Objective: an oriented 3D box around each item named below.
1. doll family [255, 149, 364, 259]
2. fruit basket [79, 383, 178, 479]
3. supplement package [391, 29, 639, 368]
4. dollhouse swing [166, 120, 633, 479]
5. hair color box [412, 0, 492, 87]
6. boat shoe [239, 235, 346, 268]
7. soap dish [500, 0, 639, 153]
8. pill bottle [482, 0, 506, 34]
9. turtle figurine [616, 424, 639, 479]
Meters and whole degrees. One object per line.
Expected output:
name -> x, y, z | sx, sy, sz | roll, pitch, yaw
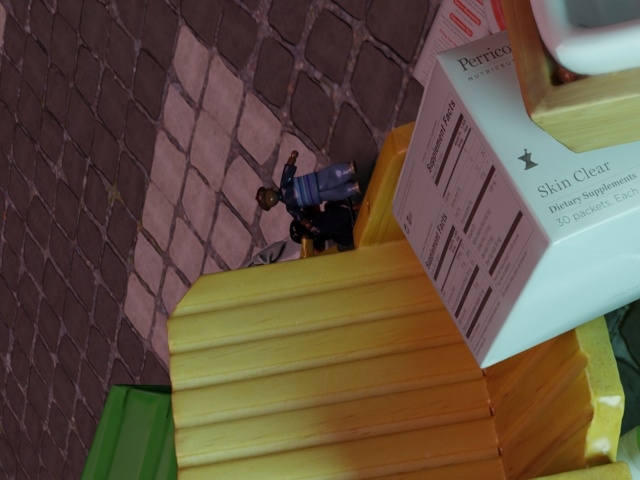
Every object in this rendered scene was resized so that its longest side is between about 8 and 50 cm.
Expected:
doll family -> 0.000, 0.000, 1.273 | 0.111, 0.076, 0.193 | -13, 83, 11
fruit basket -> -0.082, 0.339, 1.281 | 0.283, 0.392, 0.392 | -1, 99, 54
supplement package -> 0.206, -0.057, 0.814 | 0.145, 0.262, 0.204 | 61, 163, 22
dollhouse swing -> 0.033, 0.098, 1.004 | 0.315, 0.305, 0.346 | 107, 158, -61
hair color box -> 0.141, -0.191, 1.097 | 0.072, 0.043, 0.141 | 52, 138, 32
boat shoe -> -0.044, 0.042, 1.383 | 0.227, 0.081, 0.079 | -38, 68, 49
soap dish -> 0.239, -0.175, 0.663 | 0.118, 0.291, 0.229 | 66, -165, -58
pill bottle -> 0.234, -0.213, 0.893 | 0.221, 0.124, 0.124 | -28, 77, 54
turtle figurine -> 0.319, 0.158, 0.828 | 0.274, 0.198, 0.266 | 62, 147, 25
